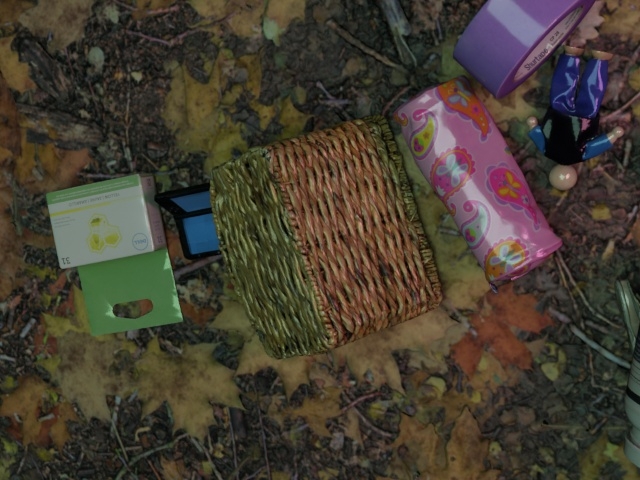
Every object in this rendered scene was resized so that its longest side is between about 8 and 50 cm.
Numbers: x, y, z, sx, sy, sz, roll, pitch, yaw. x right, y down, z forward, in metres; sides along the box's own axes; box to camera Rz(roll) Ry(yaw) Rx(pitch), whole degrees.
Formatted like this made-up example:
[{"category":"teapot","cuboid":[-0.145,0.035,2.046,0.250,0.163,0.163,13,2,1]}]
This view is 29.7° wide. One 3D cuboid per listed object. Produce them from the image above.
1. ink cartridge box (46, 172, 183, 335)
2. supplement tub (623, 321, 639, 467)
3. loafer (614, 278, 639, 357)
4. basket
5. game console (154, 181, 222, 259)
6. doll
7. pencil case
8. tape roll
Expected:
[{"category":"ink cartridge box","cuboid":[-0.317,0.026,1.858,0.171,0.056,0.235,-10,91,21]},{"category":"supplement tub","cuboid":[0.487,0.153,1.502,0.191,0.191,0.272,12,101,19]},{"category":"loafer","cuboid":[0.423,0.107,1.603,0.039,0.045,0.125,-16,98,5]},{"category":"basket","cuboid":[0.000,0.000,1.716,0.213,0.223,0.299,-19,90,54]},{"category":"game console","cuboid":[-0.172,-0.029,1.789,0.122,0.107,0.071,-11,65,21]},{"category":"doll","cuboid":[0.338,-0.158,1.594,0.129,0.046,0.189,14,101,19]},{"category":"pencil case","cuboid":[0.210,-0.079,1.616,0.124,0.124,0.284,-32,86,21]},{"category":"tape roll","cuboid":[0.261,-0.275,1.530,0.080,0.189,0.189,44,109,9]}]
